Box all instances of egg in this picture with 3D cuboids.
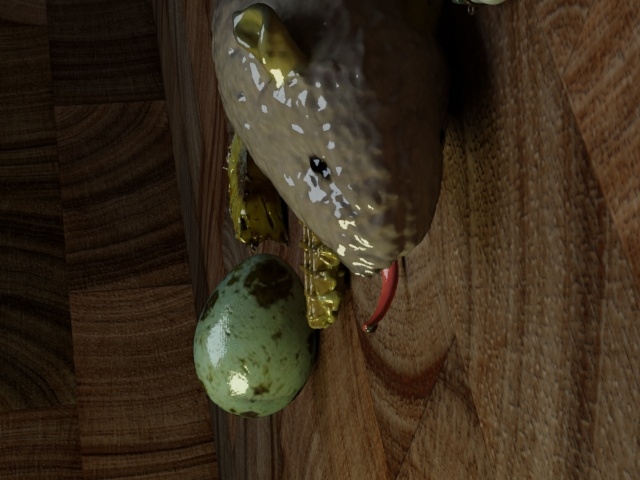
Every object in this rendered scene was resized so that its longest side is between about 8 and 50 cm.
[{"bbox_3d":[-0.088,0.131,1.722,0.169,0.169,0.231,-130,47,-71],"label":"egg"}]

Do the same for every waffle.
[{"bbox_3d":[0.000,0.000,1.539,0.160,0.046,0.192,104,159,-56],"label":"waffle"}]

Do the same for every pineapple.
[{"bbox_3d":[-0.099,-0.101,1.926,0.135,0.079,0.233,-176,87,-70],"label":"pineapple"}]

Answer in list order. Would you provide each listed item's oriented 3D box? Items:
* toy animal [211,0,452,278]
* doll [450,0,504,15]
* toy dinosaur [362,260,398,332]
[{"bbox_3d":[0.007,-0.148,1.062,0.358,0.188,0.226,-125,23,-46],"label":"toy animal"},{"bbox_3d":[0.116,-0.207,0.902,0.058,0.040,0.085,-169,70,-65],"label":"doll"},{"bbox_3d":[0.059,-0.065,1.241,0.139,0.070,0.286,-42,52,48],"label":"toy dinosaur"}]
